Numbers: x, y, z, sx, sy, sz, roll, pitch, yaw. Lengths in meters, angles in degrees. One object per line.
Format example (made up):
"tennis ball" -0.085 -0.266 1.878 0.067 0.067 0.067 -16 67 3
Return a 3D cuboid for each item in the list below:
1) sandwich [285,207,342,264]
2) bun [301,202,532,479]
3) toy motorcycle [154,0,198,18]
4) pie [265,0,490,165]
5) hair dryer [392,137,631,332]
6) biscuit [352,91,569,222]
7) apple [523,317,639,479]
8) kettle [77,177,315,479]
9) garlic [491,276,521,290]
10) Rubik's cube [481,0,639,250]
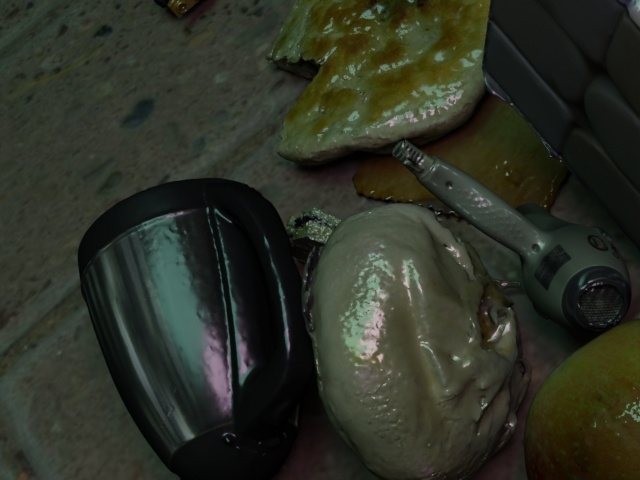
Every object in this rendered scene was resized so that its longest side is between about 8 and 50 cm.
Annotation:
"sandwich" 0.000 0.000 1.094 0.105 0.093 0.036 12 70 36
"bun" 0.090 0.087 0.889 0.141 0.239 0.239 -17 50 30
"toy motorcycle" -0.128 -0.387 1.448 0.229 0.094 0.130 -43 50 0
"pie" 0.072 -0.221 1.220 0.337 0.075 0.337 -18 49 21
"hair dryer" 0.165 -0.014 0.942 0.225 0.219 0.088 38 100 6
"biscuit" 0.172 -0.122 1.147 0.232 0.013 0.237 17 66 36
"apple" 0.259 0.160 0.798 0.207 0.174 0.188 -51 45 8
"kettle" -0.086 0.098 1.001 0.251 0.207 0.271 -29 58 18
"garlic" 0.102 0.029 1.034 0.084 0.066 0.152 -48 47 -14
"Rubik's cube" 0.355 -0.161 0.784 0.344 0.346 0.347 -39 79 -2
